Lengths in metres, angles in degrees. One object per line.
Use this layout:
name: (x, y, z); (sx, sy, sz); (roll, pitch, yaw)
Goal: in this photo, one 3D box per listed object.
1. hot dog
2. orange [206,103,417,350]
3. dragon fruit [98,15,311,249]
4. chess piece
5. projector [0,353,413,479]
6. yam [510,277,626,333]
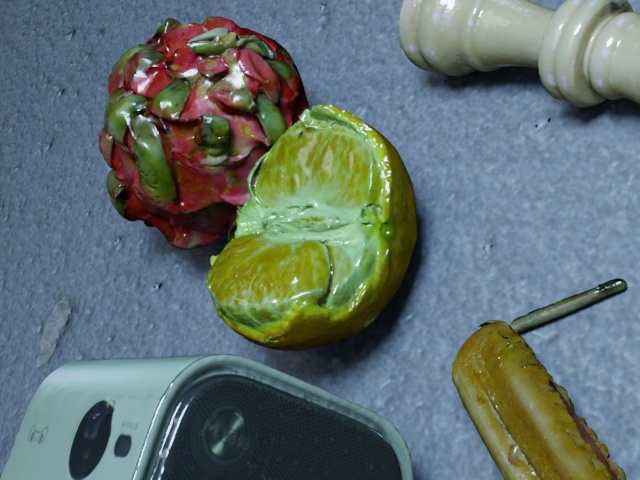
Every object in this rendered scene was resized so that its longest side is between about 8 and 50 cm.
hot dog: (0.171, 0.157, 0.618); (0.083, 0.068, 0.289); (-59, 24, 19)
orange: (0.004, 0.000, 0.831); (0.179, 0.158, 0.237); (3, 67, 43)
dragon fruit: (-0.143, -0.120, 0.983); (0.303, 0.237, 0.231); (-28, 33, 54)
chess piece: (0.245, -0.172, 0.763); (0.397, 0.117, 0.117); (29, 86, 45)
projector: (-0.108, 0.236, 0.695); (0.249, 0.248, 0.248); (-11, 57, 51)
yam: (0.209, 0.056, 0.724); (0.107, 0.014, 0.014); (-27, 50, 27)
